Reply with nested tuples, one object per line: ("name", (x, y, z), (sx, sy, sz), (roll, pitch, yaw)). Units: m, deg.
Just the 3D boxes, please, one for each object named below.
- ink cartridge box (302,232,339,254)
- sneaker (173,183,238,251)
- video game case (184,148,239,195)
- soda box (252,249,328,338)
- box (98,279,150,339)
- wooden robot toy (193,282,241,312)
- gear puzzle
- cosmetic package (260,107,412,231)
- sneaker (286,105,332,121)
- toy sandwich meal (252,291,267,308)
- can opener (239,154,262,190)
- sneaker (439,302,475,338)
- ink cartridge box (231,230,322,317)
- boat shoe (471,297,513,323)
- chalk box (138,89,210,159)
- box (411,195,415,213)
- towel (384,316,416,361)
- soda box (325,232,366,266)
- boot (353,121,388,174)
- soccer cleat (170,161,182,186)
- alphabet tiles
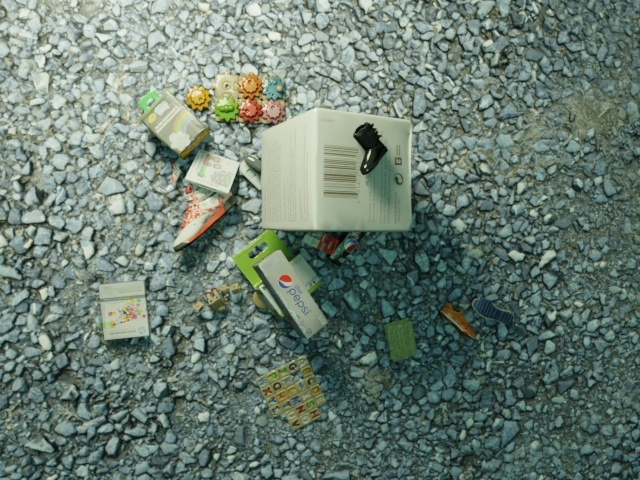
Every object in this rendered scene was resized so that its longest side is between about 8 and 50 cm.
("ink cartridge box", (0.000, 0.000, 1.656), (0.115, 0.029, 0.063), (27, 89, 23))
("sneaker", (-0.420, -0.097, 1.580), (0.270, 0.090, 0.145), (-43, 98, -8))
("video game case", (-0.354, -0.227, 1.566), (0.143, 0.019, 0.157), (18, 47, -10))
("soda box", (-0.098, 0.173, 1.523), (0.091, 0.098, 0.286), (-35, 97, -20))
("box", (-0.654, 0.231, 1.587), (0.145, 0.038, 0.186), (-4, 95, -9))
("wooden robot toy", (-0.346, 0.209, 1.634), (0.173, 0.076, 0.079), (-32, 133, -6))
("gear puzzle", (-0.284, -0.487, 1.598), (0.338, 0.044, 0.176), (1, 94, -9))
("cosmetic package", (0.034, -0.191, 1.454), (0.327, 0.393, 0.330), (-1, 94, -28))
("sneaker", (-0.032, -0.422, 1.628), (0.166, 0.076, 0.065), (-22, 98, -7))
("toy sandwich meal", (-0.198, 0.198, 1.665), (0.085, 0.029, 0.086), (-1, 97, -7))
("can opener", (-0.159, -0.176, 1.612), (0.283, 0.095, 0.076), (45, 86, -9))
("sneaker", (0.525, 0.304, 1.773), (0.175, 0.064, 0.067), (45, 76, -12))
("ink cartridge box", (-0.149, 0.105, 1.614), (0.188, 0.097, 0.255), (-40, 99, -18))
("boat shoe", (0.633, 0.264, 1.784), (0.183, 0.066, 0.066), (28, 91, -16))
("chalk box", (-0.483, -0.384, 1.530), (0.213, 0.132, 0.132), (44, 87, -8))
("box", (0.301, -0.131, 1.730), (0.083, 0.018, 0.067), (5, 92, -10))
("towel", (0.298, 0.367, 1.757), (0.109, 0.027, 0.148), (-13, 94, -9))
("soda box", (0.094, 0.010, 1.683), (0.053, 0.060, 0.169), (39, 87, -12))
("boot", (0.120, -0.245, 1.250), (0.099, 0.045, 0.121), (49, 63, -23))
("soccer cleat", (-0.482, -0.221, 1.591), (0.035, 0.029, 0.084), (2, 89, -5))
("alphabet tiles", (-0.096, 0.560, 1.714), (0.198, 0.009, 0.237), (-25, 97, -7))
